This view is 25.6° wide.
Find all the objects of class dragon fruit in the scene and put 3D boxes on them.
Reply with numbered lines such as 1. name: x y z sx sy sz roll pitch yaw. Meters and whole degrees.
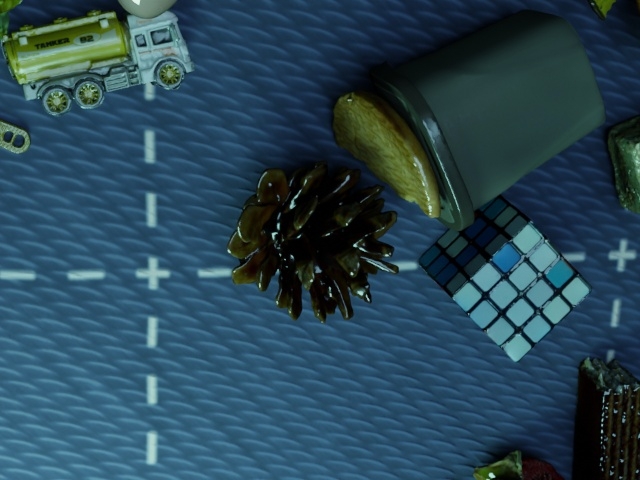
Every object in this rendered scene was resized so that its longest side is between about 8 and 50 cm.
1. dragon fruit: 0.279 0.434 2.118 0.152 0.205 0.317 -14 151 33

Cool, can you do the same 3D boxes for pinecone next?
1. pinecone: 0.002 0.002 1.860 0.229 0.202 0.201 -38 71 -21

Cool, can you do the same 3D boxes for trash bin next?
1. trash bin: 0.219 -0.174 1.855 0.250 0.219 0.220 -30 114 -11

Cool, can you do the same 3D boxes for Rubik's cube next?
1. Rubik's cube: 0.257 0.049 1.970 0.154 0.151 0.155 -45 114 4

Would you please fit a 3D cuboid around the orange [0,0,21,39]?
1. orange: -0.484 -0.312 1.610 0.301 0.223 0.300 3 113 -17

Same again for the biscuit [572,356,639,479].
1. biscuit: 0.432 0.301 2.126 0.070 0.106 0.252 -5 108 -12

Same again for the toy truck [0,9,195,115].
1. toy truck: -0.277 -0.230 1.759 0.227 0.098 0.114 -14 105 -9

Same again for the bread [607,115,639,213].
1. bread: 0.514 -0.127 2.007 0.196 0.102 0.138 -26 115 -9

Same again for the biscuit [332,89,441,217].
1. biscuit: 0.081 -0.127 1.816 0.033 0.224 0.144 -29 130 -19

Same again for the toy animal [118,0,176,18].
1. toy animal: -0.165 -0.371 1.689 0.221 0.210 0.229 -35 159 31

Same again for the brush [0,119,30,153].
1. brush: -0.467 -0.164 1.777 0.218 0.010 0.082 23 100 -22

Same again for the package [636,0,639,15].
1. package: 0.516 -0.401 1.844 0.221 0.165 0.311 -33 114 -33

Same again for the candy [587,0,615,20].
1. candy: 0.336 -0.459 1.850 0.297 0.081 0.187 48 68 -25
